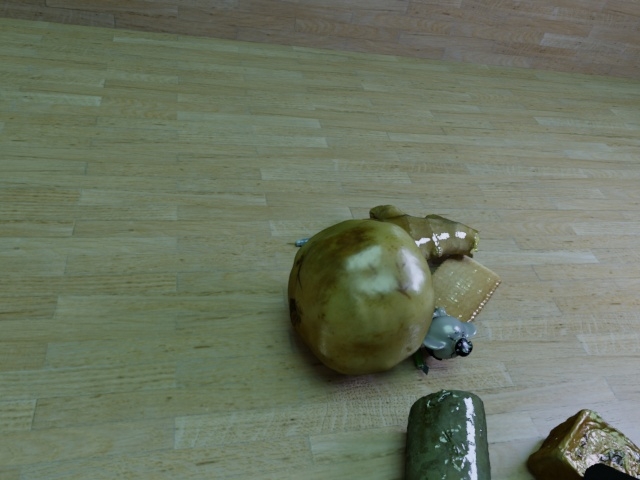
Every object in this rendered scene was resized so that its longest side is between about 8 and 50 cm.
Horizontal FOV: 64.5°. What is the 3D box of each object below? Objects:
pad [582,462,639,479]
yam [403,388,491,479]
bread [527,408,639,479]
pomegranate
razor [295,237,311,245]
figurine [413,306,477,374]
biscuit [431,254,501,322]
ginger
[{"bbox_3d":[0.559,0.530,0.782,0.323,0.055,0.249,15,82,30],"label":"pad"},{"bbox_3d":[0.229,0.413,0.911,0.161,0.161,0.268,15,43,1],"label":"yam"},{"bbox_3d":[0.513,0.433,0.979,0.149,0.143,0.158,-30,58,-28],"label":"bread"},{"bbox_3d":[0.089,0.114,1.088,0.333,0.332,0.332,8,43,-7],"label":"pomegranate"},{"bbox_3d":[0.000,0.000,1.375,0.135,0.068,0.040,-9,46,-6],"label":"razor"},{"bbox_3d":[0.269,0.212,1.153,0.147,0.126,0.192,-21,22,-19],"label":"figurine"},{"bbox_3d":[0.367,0.127,1.345,0.160,0.030,0.250,34,46,19],"label":"biscuit"},{"bbox_3d":[0.238,0.001,1.383,0.376,0.166,0.236,-1,19,-32],"label":"ginger"}]
